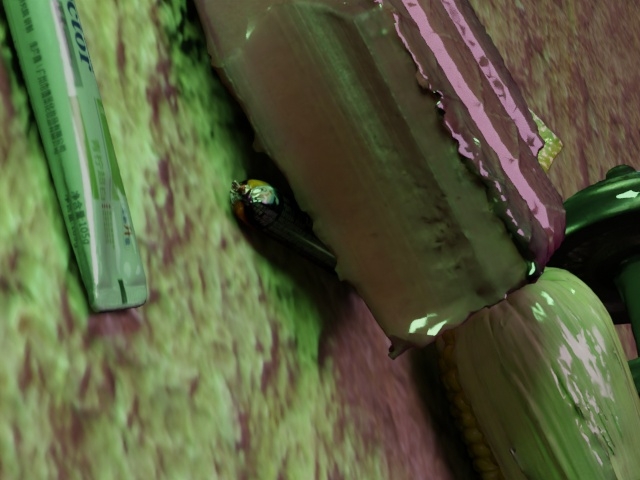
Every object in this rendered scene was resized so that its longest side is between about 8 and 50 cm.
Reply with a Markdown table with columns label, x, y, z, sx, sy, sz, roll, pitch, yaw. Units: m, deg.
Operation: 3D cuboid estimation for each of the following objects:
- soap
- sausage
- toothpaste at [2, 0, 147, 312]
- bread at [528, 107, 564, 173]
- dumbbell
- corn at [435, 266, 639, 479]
| label | x | y | z | sx | sy | sz | roll | pitch | yaw |
| --- | --- | --- | --- | --- | --- | --- | --- | --- | --- |
| soap | 0.022 | -0.100 | 0.911 | 0.289 | 0.112 | 0.182 | 60 | 15 | -5 |
| sausage | 0.000 | 0.000 | 0.926 | 0.198 | 0.025 | 0.028 | 33 | 43 | -60 |
| toothpaste | -0.107 | -0.066 | 0.706 | 0.048 | 0.029 | 0.197 | -2 | 75 | -69 |
| bread | 0.115 | -0.073 | 1.284 | 0.084 | 0.080 | 0.109 | 46 | -11 | -18 |
| dumbbell | 0.256 | 0.068 | 1.287 | 0.192 | 0.192 | 0.290 | 41 | 34 | -52 |
| corn | 0.173 | 0.162 | 1.063 | 0.123 | 0.122 | 0.305 | 0 | -62 | 63 |
